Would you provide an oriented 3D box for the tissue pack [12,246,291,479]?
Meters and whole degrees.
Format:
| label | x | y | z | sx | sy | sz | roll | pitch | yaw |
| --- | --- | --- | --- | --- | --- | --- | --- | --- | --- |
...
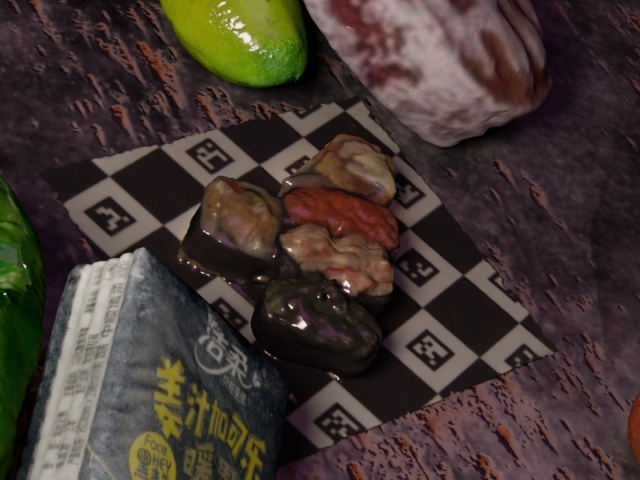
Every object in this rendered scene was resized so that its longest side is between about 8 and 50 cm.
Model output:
| label | x | y | z | sx | sy | sz | roll | pitch | yaw |
| --- | --- | --- | --- | --- | --- | --- | --- | --- | --- |
| tissue pack | -0.107 | 0.159 | 1.112 | 0.185 | 0.081 | 0.257 | 48 | 39 | -41 |

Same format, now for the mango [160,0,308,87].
| label | x | y | z | sx | sy | sz | roll | pitch | yaw |
| --- | --- | --- | --- | --- | --- | --- | --- | --- | --- |
| mango | -0.074 | -0.207 | 1.530 | 0.119 | 0.100 | 0.178 | -29 | 62 | -11 |

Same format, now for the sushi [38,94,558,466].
| label | x | y | z | sx | sy | sz | roll | pitch | yaw |
| --- | --- | --- | --- | --- | --- | --- | --- | --- | --- |
| sushi | 0.000 | 0.000 | 1.405 | 0.339 | 0.068 | 0.320 | -16 | 59 | -36 |

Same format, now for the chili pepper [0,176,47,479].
| label | x | y | z | sx | sy | sz | roll | pitch | yaw |
| --- | --- | --- | --- | --- | --- | --- | --- | --- | --- |
| chili pepper | -0.284 | 0.097 | 1.082 | 0.213 | 0.167 | 0.385 | 4 | 31 | -1 |

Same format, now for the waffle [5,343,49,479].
| label | x | y | z | sx | sy | sz | roll | pitch | yaw |
| --- | --- | --- | --- | --- | --- | --- | --- | --- | --- |
| waffle | -0.159 | 0.154 | 1.210 | 0.169 | 0.036 | 0.183 | 36 | 45 | 1 |

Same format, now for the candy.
| label | x | y | z | sx | sy | sz | roll | pitch | yaw |
| --- | --- | --- | --- | --- | --- | --- | --- | --- | --- |
| candy | 0.084 | -0.218 | 1.553 | 0.289 | 0.157 | 0.214 | 49 | 38 | -21 |

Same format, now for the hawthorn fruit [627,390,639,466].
| label | x | y | z | sx | sy | sz | roll | pitch | yaw |
| --- | --- | --- | --- | --- | --- | --- | --- | --- | --- |
| hawthorn fruit | 0.315 | 0.136 | 1.362 | 0.149 | 0.189 | 0.149 | -6 | 52 | 8 |
